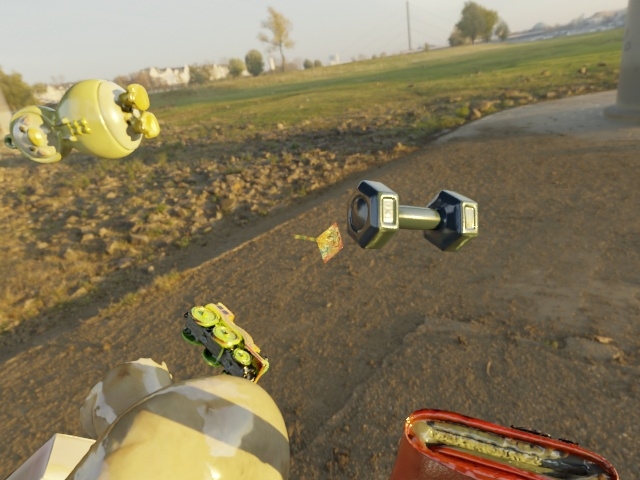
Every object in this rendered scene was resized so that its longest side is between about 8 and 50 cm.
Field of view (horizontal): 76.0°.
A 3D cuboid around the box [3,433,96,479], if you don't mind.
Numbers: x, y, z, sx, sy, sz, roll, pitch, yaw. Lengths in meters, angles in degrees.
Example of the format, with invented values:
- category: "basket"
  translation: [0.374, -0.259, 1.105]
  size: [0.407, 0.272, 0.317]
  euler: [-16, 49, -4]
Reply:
- category: "box"
  translation: [-0.571, 0.557, 0.923]
  size: [0.252, 0.203, 0.106]
  euler: [-41, 35, 16]

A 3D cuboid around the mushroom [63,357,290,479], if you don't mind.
- category: "mushroom"
  translation: [-0.198, 0.273, 0.507]
  size: [0.298, 0.297, 0.290]
  euler: [-26, 52, -35]

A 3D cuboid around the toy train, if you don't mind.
- category: "toy train"
  translation: [-0.266, 0.294, 1.171]
  size: [0.296, 0.100, 0.161]
  euler: [37, 15, 26]

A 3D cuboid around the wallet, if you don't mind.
- category: "wallet"
  translation: [0.135, 0.215, 0.359]
  size: [0.143, 0.204, 0.045]
  euler: [10, 50, 13]

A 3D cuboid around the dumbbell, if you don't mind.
- category: "dumbbell"
  translation: [0.223, -0.053, 0.984]
  size: [0.317, 0.156, 0.143]
  euler: [2, 55, -27]

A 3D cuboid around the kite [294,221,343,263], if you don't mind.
- category: "kite"
  translation: [0.000, 0.006, 0.447]
  size: [0.002, 0.044, 0.078]
  euler: [14, 23, 41]

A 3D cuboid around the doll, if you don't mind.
- category: "doll"
  translation: [-0.445, -0.205, 0.747]
  size: [0.297, 0.141, 0.117]
  euler: [-14, 29, 3]
